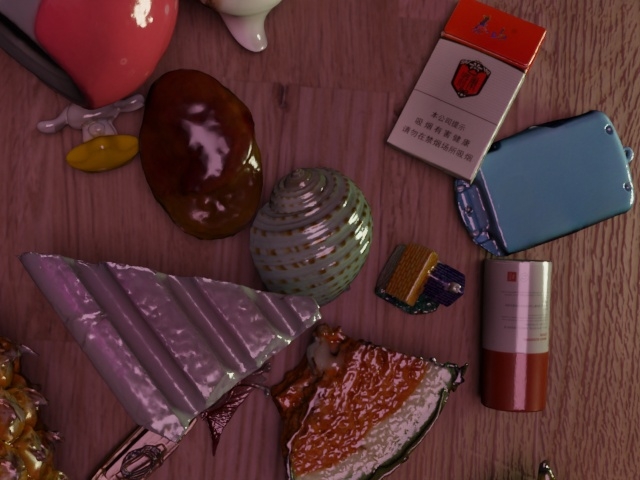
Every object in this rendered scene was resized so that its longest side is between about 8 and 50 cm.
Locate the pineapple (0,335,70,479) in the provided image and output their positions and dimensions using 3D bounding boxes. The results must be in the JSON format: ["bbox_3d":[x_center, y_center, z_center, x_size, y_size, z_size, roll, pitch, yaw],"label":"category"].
[{"bbox_3d":[-0.469,0.238,0.944,0.353,0.352,0.300,-27,69,-10],"label":"pineapple"}]

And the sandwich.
[{"bbox_3d":[0.039,0.238,1.179,0.212,0.109,0.292,35,82,-4],"label":"sandwich"}]

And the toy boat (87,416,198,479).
[{"bbox_3d":[-0.249,0.296,1.128,0.200,0.077,0.057,-44,100,-8],"label":"toy boat"}]

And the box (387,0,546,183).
[{"bbox_3d":[0.209,-0.217,1.214,0.139,0.035,0.245,28,87,13],"label":"box"}]

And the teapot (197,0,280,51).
[{"bbox_3d":[-0.133,-0.400,1.113,0.204,0.139,0.298,-34,95,-37],"label":"teapot"}]

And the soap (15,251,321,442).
[{"bbox_3d":[-0.188,0.069,1.076,0.258,0.159,0.302,-37,85,-13],"label":"soap"}]

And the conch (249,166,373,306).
[{"bbox_3d":[0.006,-0.005,1.139,0.200,0.131,0.172,53,44,-17],"label":"conch"}]

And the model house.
[{"bbox_3d":[0.145,0.063,1.196,0.101,0.100,0.087,29,85,-12],"label":"model house"}]

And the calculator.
[{"bbox_3d":[0.338,-0.088,1.259,0.293,0.051,0.172,-19,92,-11],"label":"calculator"}]

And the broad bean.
[{"bbox_3d":[-0.157,-0.113,1.118,0.156,0.122,0.228,-12,90,-14],"label":"broad bean"}]

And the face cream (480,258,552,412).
[{"bbox_3d":[0.283,0.134,1.229,0.096,0.096,0.214,2,91,-12],"label":"face cream"}]

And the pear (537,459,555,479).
[{"bbox_3d":[0.313,0.494,1.164,0.288,0.287,0.375,6,73,-12],"label":"pear"}]

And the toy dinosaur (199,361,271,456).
[{"bbox_3d":[-0.125,0.195,1.177,0.108,0.032,0.220,6,92,-15],"label":"toy dinosaur"}]

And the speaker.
[{"bbox_3d":[-0.304,-0.293,0.999,0.295,0.294,0.294,0,91,-12],"label":"speaker"}]

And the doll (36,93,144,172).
[{"bbox_3d":[-0.304,-0.147,1.117,0.135,0.071,0.113,6,82,-8],"label":"doll"}]
